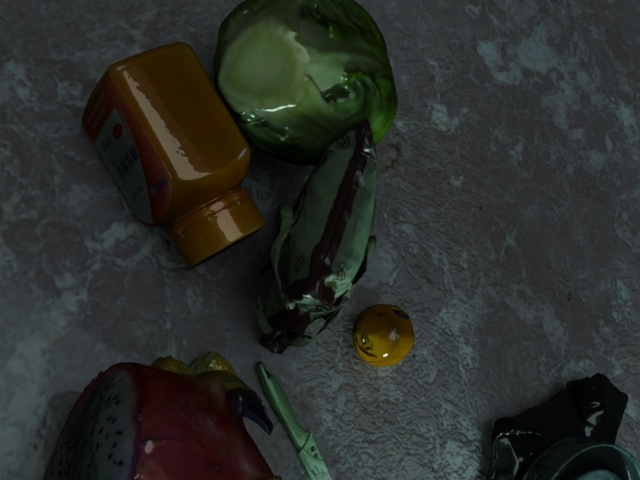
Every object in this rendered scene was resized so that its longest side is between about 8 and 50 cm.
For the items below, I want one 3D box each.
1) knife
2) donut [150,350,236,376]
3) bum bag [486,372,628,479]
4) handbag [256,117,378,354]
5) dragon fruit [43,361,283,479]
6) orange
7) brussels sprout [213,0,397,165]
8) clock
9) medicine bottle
[{"bbox_3d":[-0.025,0.236,0.867,0.030,0.014,0.207,-28,91,-35],"label":"knife"},{"bbox_3d":[-0.140,0.170,0.801,0.108,0.043,0.097,-7,77,-29],"label":"donut"},{"bbox_3d":[0.350,0.287,1.040,0.326,0.079,0.142,-20,95,-35],"label":"bum bag"},{"bbox_3d":[0.000,0.000,0.849,0.127,0.213,0.235,25,62,-1],"label":"handbag"},{"bbox_3d":[-0.137,0.255,0.633,0.189,0.290,0.291,22,64,-24],"label":"dragon fruit"},{"bbox_3d":[0.081,0.123,0.930,0.083,0.083,0.084,10,69,-29],"label":"orange"},{"bbox_3d":[-0.025,-0.201,0.874,0.271,0.210,0.220,-18,90,-72],"label":"brussels sprout"},{"bbox_3d":[0.350,0.378,0.981,0.226,0.049,0.226,-5,101,-28],"label":"clock"},{"bbox_3d":[-0.159,-0.088,0.808,0.112,0.149,0.222,-31,92,-34],"label":"medicine bottle"}]
